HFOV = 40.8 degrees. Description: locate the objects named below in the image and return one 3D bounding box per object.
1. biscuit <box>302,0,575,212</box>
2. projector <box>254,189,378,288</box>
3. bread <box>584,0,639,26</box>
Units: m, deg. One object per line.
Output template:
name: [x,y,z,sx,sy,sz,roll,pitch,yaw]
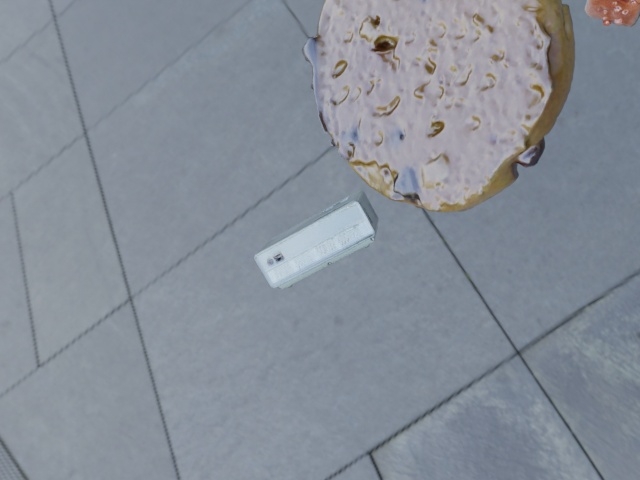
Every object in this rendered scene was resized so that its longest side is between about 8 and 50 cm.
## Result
biscuit: [0.109,-0.170,0.824,0.296,0.075,0.296,7,100,42]
projector: [0.000,0.000,1.089,0.147,0.061,0.115,-28,7,10]
bread: [0.393,-0.349,1.088,0.073,0.160,0.160,26,76,13]
